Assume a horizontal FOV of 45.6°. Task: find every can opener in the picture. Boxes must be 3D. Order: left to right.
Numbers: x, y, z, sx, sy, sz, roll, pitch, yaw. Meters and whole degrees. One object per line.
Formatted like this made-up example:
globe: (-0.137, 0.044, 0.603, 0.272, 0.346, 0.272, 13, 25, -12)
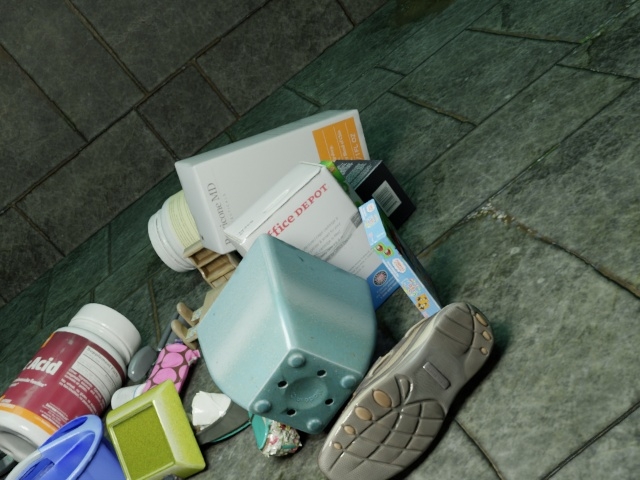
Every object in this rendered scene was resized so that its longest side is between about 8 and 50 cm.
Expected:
can opener: (-0.392, 0.262, 1.930, 0.074, 0.093, 0.280, -27, 22, 27)

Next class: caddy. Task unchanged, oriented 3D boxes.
caddy: (-0.567, 0.521, 1.594, 0.341, 0.179, 0.241, -44, 25, -13)

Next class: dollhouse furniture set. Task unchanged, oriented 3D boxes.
dollhouse furniture set: (-0.273, 0.114, 1.925, 0.212, 0.161, 0.242, -30, 25, 17)

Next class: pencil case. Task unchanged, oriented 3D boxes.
pencil case: (-0.347, 0.329, 1.745, 0.098, 0.095, 0.209, -2, 36, 10)

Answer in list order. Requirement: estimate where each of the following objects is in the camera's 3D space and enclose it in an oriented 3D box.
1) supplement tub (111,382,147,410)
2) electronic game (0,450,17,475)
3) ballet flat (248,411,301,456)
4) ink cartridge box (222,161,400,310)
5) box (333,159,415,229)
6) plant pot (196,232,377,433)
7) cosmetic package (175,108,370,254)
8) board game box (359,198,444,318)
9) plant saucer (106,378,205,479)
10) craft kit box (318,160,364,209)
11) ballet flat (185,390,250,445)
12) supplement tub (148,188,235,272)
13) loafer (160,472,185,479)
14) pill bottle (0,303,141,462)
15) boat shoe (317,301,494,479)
supplement tub: (-0.434, 0.377, 1.797, 0.107, 0.071, 0.071, -19, 30, 39)
electronic game: (-0.846, 0.556, 2.084, 0.229, 0.048, 0.229, -29, 26, 16)
ballet flat: (-0.091, 0.320, 1.413, 0.241, 0.077, 0.091, -118, 46, -62)
ink cartridge box: (-0.008, 0.029, 1.521, 0.223, 0.307, 0.129, -43, 25, -12)
box: (0.097, -0.102, 1.803, 0.108, 0.153, 0.207, -47, 24, -18)
plant pot: (-0.046, 0.188, 1.327, 0.247, 0.247, 0.252, -55, 27, 19)
cosmetic package: (-0.102, -0.157, 1.902, 0.454, 0.229, 0.161, -23, 18, -22)
board game box: (0.150, 0.040, 1.397, 0.039, 0.211, 0.160, -33, 25, 11)
plant saucer: (-0.338, 0.394, 1.492, 0.188, 0.188, 0.045, -31, -15, 24)
craft kit box: (0.000, 0.000, 1.639, 0.250, 0.246, 0.061, -44, 26, -15)
ballet flat: (-0.245, 0.365, 1.519, 0.281, 0.096, 0.095, -32, 25, 13)
supplement tub: (-0.310, -0.064, 2.203, 0.325, 0.235, 0.235, -28, 26, 21)
loafer: (-0.346, 0.537, 1.354, 0.109, 0.095, 0.302, -10, 37, 47)
pill bottle: (-0.633, 0.360, 1.916, 0.224, 0.224, 0.392, -17, 32, 40)
boat shoe: (0.131, 0.245, 1.201, 0.355, 0.132, 0.130, -41, 3, -18)
